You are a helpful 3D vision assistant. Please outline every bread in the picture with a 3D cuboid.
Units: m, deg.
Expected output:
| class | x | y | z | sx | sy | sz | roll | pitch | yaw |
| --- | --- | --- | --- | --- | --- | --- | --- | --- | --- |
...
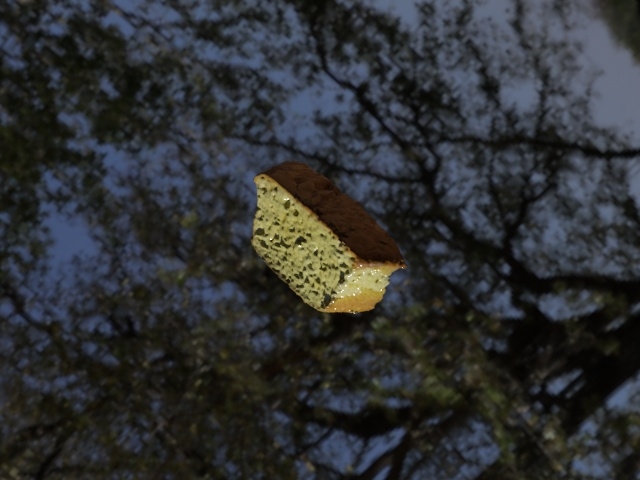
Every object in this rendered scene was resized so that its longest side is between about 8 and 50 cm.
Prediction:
| class | x | y | z | sx | sy | sz | roll | pitch | yaw |
| --- | --- | --- | --- | --- | --- | --- | --- | --- | --- |
| bread | 0.000 | 0.000 | 1.074 | 0.065 | 0.103 | 0.187 | -16 | -134 | -37 |
